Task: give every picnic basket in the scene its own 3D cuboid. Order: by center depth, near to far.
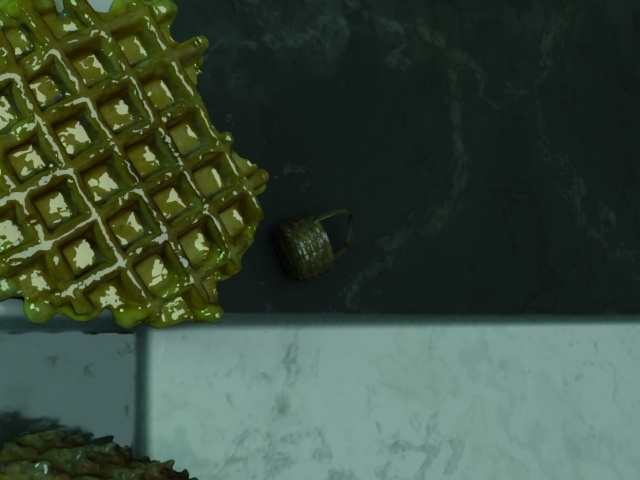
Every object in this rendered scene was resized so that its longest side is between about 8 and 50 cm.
[{"bbox_3d":[0.000,0.000,0.753,0.083,0.072,0.072,-23,94,-21],"label":"picnic basket"}]

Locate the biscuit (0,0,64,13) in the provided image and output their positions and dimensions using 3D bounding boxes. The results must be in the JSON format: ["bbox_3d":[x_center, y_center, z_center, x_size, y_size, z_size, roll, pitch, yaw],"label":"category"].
[{"bbox_3d":[-0.274,-0.125,0.627,0.217,0.044,0.325,-31,101,-32],"label":"biscuit"}]

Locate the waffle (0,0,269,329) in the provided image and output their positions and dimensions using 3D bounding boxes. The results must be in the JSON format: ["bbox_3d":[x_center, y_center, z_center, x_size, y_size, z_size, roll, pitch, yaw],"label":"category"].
[{"bbox_3d":[-0.171,-0.068,0.626,0.281,0.058,0.301,-8,87,-33],"label":"waffle"}]

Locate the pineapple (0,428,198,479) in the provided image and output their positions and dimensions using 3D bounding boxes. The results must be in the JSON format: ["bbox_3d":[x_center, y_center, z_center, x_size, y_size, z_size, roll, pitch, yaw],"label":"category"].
[{"bbox_3d":[-0.118,0.272,0.573,0.362,0.202,0.202,22,72,-28],"label":"pineapple"}]
